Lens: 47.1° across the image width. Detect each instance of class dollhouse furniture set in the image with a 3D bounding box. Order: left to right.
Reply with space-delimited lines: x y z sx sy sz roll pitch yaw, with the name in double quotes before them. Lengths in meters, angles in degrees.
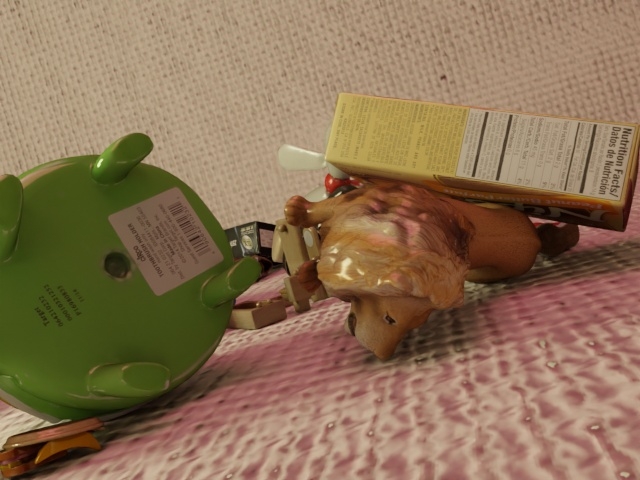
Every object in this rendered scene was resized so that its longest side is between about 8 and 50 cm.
"dollhouse furniture set" -0.073 0.041 1.031 0.151 0.123 0.144 -18 4 -30

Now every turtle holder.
"turtle holder" -0.231 0.077 0.686 0.227 0.243 0.320 -34 28 47

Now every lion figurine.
"lion figurine" 0.124 0.002 0.752 0.392 0.142 0.240 -13 9 -43

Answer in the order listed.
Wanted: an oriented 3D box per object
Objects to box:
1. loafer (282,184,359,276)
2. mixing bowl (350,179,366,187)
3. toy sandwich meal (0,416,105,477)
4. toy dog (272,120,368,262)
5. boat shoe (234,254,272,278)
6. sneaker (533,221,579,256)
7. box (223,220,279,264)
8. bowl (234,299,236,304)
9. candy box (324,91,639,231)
"loafer" 0.000 0.000 1.255 0.220 0.080 0.078 -54 21 35
"mixing bowl" 0.066 -0.032 1.504 0.181 0.098 0.181 -8 -31 -5
"toy sandwich meal" -0.211 0.161 0.576 0.085 0.029 0.085 -12 -7 -2
"toy dog" 0.015 -0.097 1.337 0.220 0.161 0.334 21 -51 -28
"boat shoe" -0.153 0.057 1.549 0.066 0.066 0.183 -13 4 16
"sneaker" 0.267 -0.001 0.910 0.067 0.042 0.118 -7 1 42
"box" -0.151 0.015 1.722 0.147 0.078 0.180 -13 -12 30
"bowl" -0.311 0.120 1.115 0.391 0.077 0.391 -17 3 1
"candy box" 0.186 -0.087 0.828 0.316 0.088 0.183 11 -3 23
